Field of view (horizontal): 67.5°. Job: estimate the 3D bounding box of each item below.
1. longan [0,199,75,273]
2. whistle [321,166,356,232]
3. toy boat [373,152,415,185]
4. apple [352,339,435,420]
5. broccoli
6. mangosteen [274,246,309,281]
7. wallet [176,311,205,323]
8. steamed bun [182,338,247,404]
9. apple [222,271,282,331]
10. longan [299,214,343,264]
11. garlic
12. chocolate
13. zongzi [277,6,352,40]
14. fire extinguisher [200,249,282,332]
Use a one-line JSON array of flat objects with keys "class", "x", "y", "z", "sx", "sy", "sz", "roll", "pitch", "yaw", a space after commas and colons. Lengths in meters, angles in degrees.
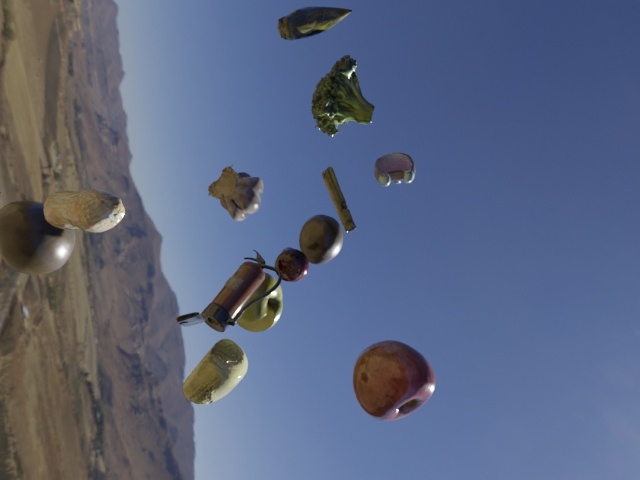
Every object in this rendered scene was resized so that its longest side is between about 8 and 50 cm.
[{"class": "longan", "x": -1.089, "y": -0.014, "z": 1.825, "sx": 0.297, "sy": 0.298, "sz": 0.296, "roll": 172, "pitch": -90, "yaw": -68}, {"class": "whistle", "x": 0.082, "y": -0.188, "z": 2.216, "sx": 0.068, "sy": 0.057, "sz": 0.326, "roll": -35, "pitch": -109, "yaw": 42}, {"class": "toy boat", "x": 0.280, "y": -0.256, "z": 1.810, "sx": 0.227, "sy": 0.155, "sz": 0.084, "roll": -88, "pitch": 167, "yaw": -59}, {"class": "apple", "x": 0.271, "y": 0.527, "z": 1.849, "sx": 0.344, "sy": 0.345, "sz": 0.269, "roll": 105, "pitch": -32, "yaw": -43}, {"class": "broccoli", "x": 0.095, "y": -0.543, "z": 1.848, "sx": 0.288, "sy": 0.246, "sz": 0.247, "roll": 139, "pitch": -27, "yaw": -70}, {"class": "mangosteen", "x": -0.138, "y": 0.101, "z": 2.087, "sx": 0.181, "sy": 0.146, "sz": 0.155, "roll": 35, "pitch": -60, "yaw": 50}, {"class": "wallet", "x": -0.438, "y": 0.268, "z": 1.624, "sx": 0.156, "sy": 0.082, "sz": 0.018, "roll": 111, "pitch": -39, "yaw": -71}, {"class": "steamed bun", "x": -0.392, "y": 0.511, "z": 1.830, "sx": 0.232, "sy": 0.166, "sz": 0.273, "roll": -53, "pitch": 180, "yaw": 7}, {"class": "apple", "x": -0.314, "y": 0.275, "z": 2.171, "sx": 0.254, "sy": 0.292, "sz": 0.291, "roll": 5, "pitch": -75, "yaw": 30}, {"class": "longan", "x": 0.000, "y": 0.000, "z": 2.304, "sx": 0.248, "sy": 0.249, "sz": 0.247, "roll": 172, "pitch": -90, "yaw": -68}, {"class": "garlic", "x": -0.213, "y": -0.114, "z": 1.297, "sx": 0.131, "sy": 0.127, "sz": 0.194, "roll": -62, "pitch": 172, "yaw": -10}, {"class": "chocolate", "x": -0.707, "y": -0.087, "z": 1.420, "sx": 0.310, "sy": 0.134, "sz": 0.134, "roll": 2, "pitch": -78, "yaw": 30}, {"class": "zongzi", "x": -0.023, "y": -0.732, "z": 1.607, "sx": 0.205, "sy": 0.205, "sz": 0.094, "roll": 6, "pitch": -56, "yaw": 29}, {"class": "fire extinguisher", "x": -0.295, "y": 0.205, "z": 1.922, "sx": 0.200, "sy": 0.376, "sz": 0.113, "roll": 30, "pitch": -34, "yaw": 6}]
